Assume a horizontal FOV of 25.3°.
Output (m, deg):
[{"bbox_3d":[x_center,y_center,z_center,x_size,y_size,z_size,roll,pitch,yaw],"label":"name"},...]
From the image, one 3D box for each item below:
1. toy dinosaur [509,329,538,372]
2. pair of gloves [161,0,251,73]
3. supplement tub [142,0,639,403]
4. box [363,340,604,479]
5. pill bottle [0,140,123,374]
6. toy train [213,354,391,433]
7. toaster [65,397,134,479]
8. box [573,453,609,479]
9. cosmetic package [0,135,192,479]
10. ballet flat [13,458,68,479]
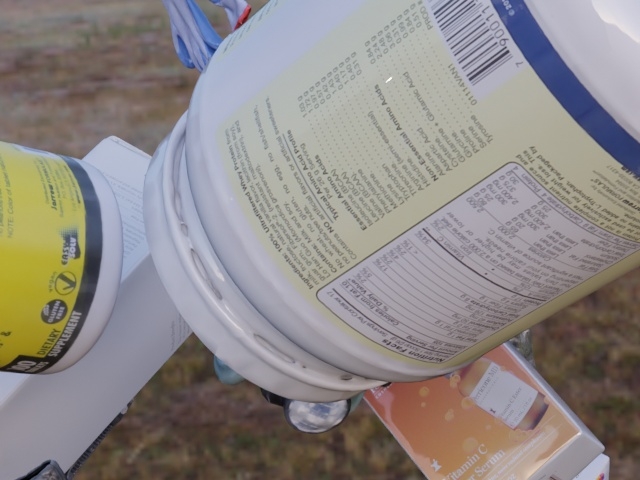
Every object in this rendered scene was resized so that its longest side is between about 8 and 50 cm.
[{"bbox_3d":[0.172,0.116,1.457,0.118,0.268,0.064,-20,7,-9],"label":"toy dinosaur"},{"bbox_3d":[-0.133,-0.251,1.470,0.023,0.159,0.198,-29,-13,-26],"label":"pair of gloves"},{"bbox_3d":[0.076,-0.065,0.766,0.235,0.235,0.325,-13,-17,-49],"label":"supplement tub"},{"bbox_3d":[0.141,0.158,1.263,0.170,0.130,0.091,49,7,29],"label":"box"},{"bbox_3d":[-0.337,-0.001,1.110,0.334,0.187,0.188,11,-4,-40],"label":"pill bottle"},{"bbox_3d":[0.000,0.000,1.171,0.142,0.190,0.334,22,31,-23],"label":"toy train"},{"bbox_3d":[-0.346,0.208,1.717,0.146,0.227,0.129,30,-13,38],"label":"toaster"},{"bbox_3d":[0.267,0.334,1.568,0.038,0.186,0.145,26,58,29],"label":"box"},{"bbox_3d":[-0.283,0.099,1.538,0.156,0.217,0.385,28,54,22],"label":"cosmetic package"},{"bbox_3d":[-0.292,0.215,1.189,0.173,0.049,0.057,-10,11,3],"label":"ballet flat"}]
